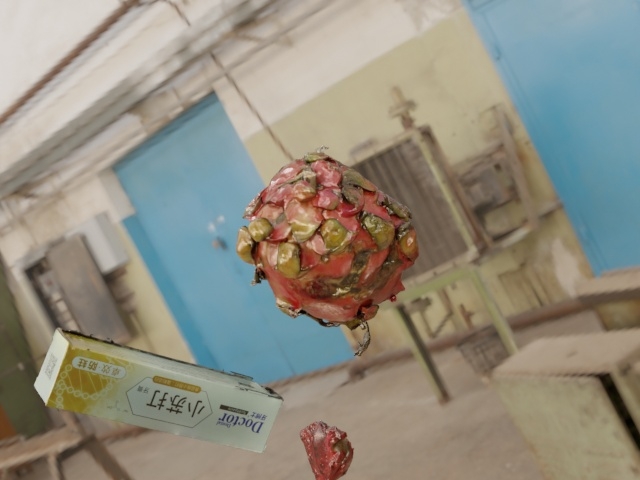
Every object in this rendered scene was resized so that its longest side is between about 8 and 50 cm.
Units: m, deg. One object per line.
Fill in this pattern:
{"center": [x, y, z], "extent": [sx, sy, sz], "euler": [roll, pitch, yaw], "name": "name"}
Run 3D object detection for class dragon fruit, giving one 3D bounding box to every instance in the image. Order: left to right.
{"center": [0.000, 0.000, 1.559], "extent": [0.291, 0.250, 0.269], "euler": [21, -82, -56], "name": "dragon fruit"}
{"center": [0.012, 0.326, 1.509], "extent": [0.063, 0.097, 0.131], "euler": [-59, 6, -29], "name": "dragon fruit"}

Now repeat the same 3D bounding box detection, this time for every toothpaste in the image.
{"center": [-0.200, 0.195, 1.281], "extent": [0.071, 0.313, 0.089], "euler": [23, 92, 58], "name": "toothpaste"}
